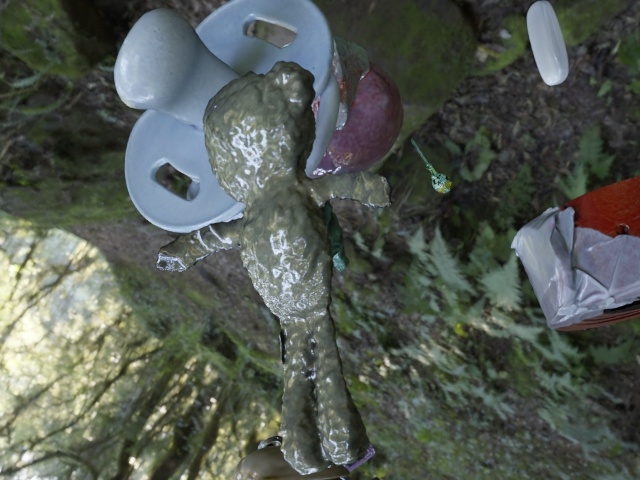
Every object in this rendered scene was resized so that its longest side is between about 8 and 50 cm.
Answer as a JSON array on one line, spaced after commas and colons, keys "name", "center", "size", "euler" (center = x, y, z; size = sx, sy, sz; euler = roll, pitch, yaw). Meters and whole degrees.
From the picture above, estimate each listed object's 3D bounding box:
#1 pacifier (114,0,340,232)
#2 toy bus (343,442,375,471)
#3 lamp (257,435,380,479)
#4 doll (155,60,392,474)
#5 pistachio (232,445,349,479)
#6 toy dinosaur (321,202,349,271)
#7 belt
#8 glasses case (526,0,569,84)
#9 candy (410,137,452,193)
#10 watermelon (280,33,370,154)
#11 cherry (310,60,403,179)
[{"name": "pacifier", "center": [-0.108, -0.145, 0.658], "size": [0.227, 0.279, 0.207], "euler": [29, 176, 37]}, {"name": "toy bus", "center": [0.029, 0.439, 1.512], "size": [0.096, 0.108, 0.199], "euler": [62, 155, -9]}, {"name": "lamp", "center": [-0.005, 0.515, 1.509], "size": [0.283, 0.125, 0.203], "euler": [18, 136, 15]}, {"name": "doll", "center": [-0.017, 0.008, 0.510], "size": [0.091, 0.203, 0.286], "euler": [-3, -131, -44]}, {"name": "pistachio", "center": [-0.055, 0.450, 1.270], "size": [0.215, 0.144, 0.144], "euler": [11, 175, -12]}, {"name": "toy dinosaur", "center": [-0.011, 0.013, 1.064], "size": [0.079, 0.120, 0.292], "euler": [30, 163, 32]}, {"name": "belt", "center": [0.359, 0.016, 0.765], "size": [0.323, 0.115, 0.227], "euler": [-6, 156, -27]}, {"name": "glasses case", "center": [0.519, -0.451, 1.566], "size": [0.049, 0.194, 0.074], "euler": [-11, 174, -16]}, {"name": "candy", "center": [0.139, -0.096, 0.869], "size": [0.083, 0.023, 0.025], "euler": [59, -159, 7]}, {"name": "watermelon", "center": [0.001, -0.203, 0.894], "size": [0.121, 0.158, 0.097], "euler": [34, 155, -32]}, {"name": "cherry", "center": [0.022, -0.204, 1.172], "size": [0.235, 0.213, 0.285], "euler": [0, 164, -20]}]
